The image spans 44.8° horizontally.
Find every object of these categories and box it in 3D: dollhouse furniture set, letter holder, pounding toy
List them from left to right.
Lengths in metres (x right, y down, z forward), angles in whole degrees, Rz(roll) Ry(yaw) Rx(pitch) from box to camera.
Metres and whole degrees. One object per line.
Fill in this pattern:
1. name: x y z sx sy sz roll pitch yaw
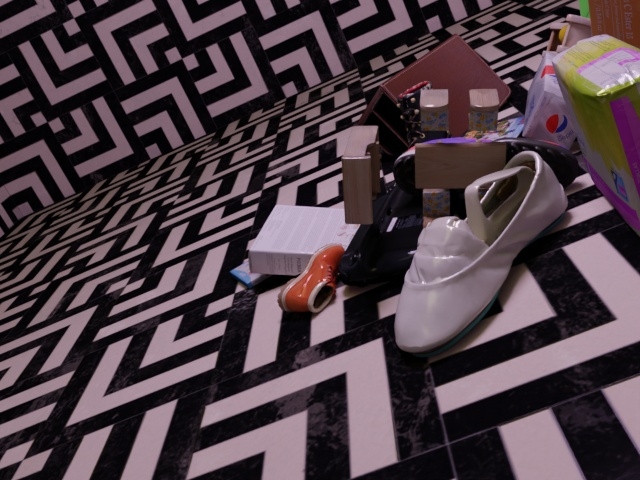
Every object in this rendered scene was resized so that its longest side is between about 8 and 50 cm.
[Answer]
1. dollhouse furniture set: 0.163 -0.107 1.198 0.242 0.212 0.161 0 27 9
2. letter holder: 0.278 -0.313 1.836 0.302 0.214 0.152 -39 -9 -32
3. pounding toy: 0.564 -0.453 1.658 0.154 0.154 0.269 18 12 22

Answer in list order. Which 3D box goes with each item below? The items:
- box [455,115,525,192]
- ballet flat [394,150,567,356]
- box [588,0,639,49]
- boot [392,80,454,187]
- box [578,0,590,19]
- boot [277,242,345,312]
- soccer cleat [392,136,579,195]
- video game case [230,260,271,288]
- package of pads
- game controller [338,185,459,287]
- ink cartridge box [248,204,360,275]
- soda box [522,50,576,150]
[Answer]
1. box: 0.317 -0.166 1.514 0.159 0.044 0.233 -9 25 39
2. ballet flat: 0.213 -0.003 1.086 0.139 0.139 0.400 -3 30 49
3. box: 0.650 -0.424 1.311 0.345 0.215 0.168 16 60 36
4. boot: 0.189 -0.202 1.564 0.085 0.178 0.236 -7 25 43
5. box: 0.803 -0.619 1.879 0.231 0.126 0.262 -16 12 -31
6. boot: 0.008 0.065 1.291 0.085 0.059 0.158 2 41 48
7. soccer cleat: 0.285 -0.139 1.335 0.318 0.108 0.116 0 31 32
8. video game case: -0.091 0.036 1.545 0.166 0.015 0.119 -31 20 -15
9. package of pads: 0.419 -0.155 1.074 0.101 0.229 0.296 -22 19 11
10. game controller: 0.142 -0.016 1.345 0.167 0.067 0.319 -2 27 20
11. ink cartridge box: 0.000 0.000 1.468 0.232 0.066 0.189 7 30 11
12. soda box: 0.454 -0.272 1.491 0.091 0.098 0.286 22 32 5
